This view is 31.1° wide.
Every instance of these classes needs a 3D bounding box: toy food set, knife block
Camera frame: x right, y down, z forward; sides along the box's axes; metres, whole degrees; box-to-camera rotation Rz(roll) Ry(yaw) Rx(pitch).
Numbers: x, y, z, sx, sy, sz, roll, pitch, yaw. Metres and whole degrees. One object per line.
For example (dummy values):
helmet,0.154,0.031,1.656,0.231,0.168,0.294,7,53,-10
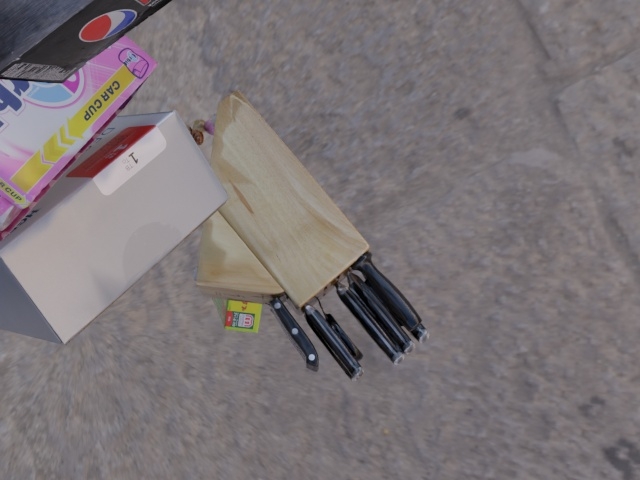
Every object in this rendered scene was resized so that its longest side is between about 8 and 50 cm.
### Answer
toy food set,-0.178,-0.147,1.591,0.122,0.077,0.019,-43,125,-51
knife block,0.000,0.000,1.171,0.242,0.088,0.276,6,79,-1

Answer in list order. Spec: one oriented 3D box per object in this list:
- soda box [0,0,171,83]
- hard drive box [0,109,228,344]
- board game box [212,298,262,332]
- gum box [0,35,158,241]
soda box,-0.085,-0.136,0.506,0.168,0.053,0.060,-29,84,25
hard drive box,-0.216,-0.016,0.933,0.181,0.232,0.089,-44,118,-29
board game box,-0.105,0.050,1.474,0.043,0.181,0.092,7,98,-11
gum box,-0.207,-0.095,0.790,0.107,0.062,0.188,40,43,-9
